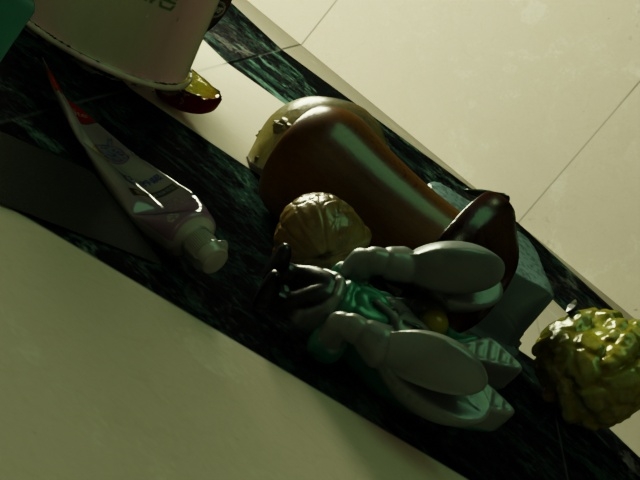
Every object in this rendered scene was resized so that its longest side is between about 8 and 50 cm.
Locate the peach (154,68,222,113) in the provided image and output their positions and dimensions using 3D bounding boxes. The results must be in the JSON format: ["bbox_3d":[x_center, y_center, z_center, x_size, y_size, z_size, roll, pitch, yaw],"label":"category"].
[{"bbox_3d":[-0.167,-0.186,1.724,0.083,0.050,0.077,16,31,-24],"label":"peach"}]

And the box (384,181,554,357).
[{"bbox_3d":[0.182,0.039,1.775,0.227,0.130,0.162,31,25,-25],"label":"box"}]

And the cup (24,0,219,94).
[{"bbox_3d":[-0.204,-0.345,1.599,0.253,0.274,0.253,27,21,-12],"label":"cup"}]

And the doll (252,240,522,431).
[{"bbox_3d":[0.076,0.090,1.262,0.258,0.153,0.195,5,57,-27],"label":"doll"}]

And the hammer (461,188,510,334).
[{"bbox_3d":[0.179,0.034,1.668,0.062,0.198,0.013,14,-2,-25],"label":"hammer"}]

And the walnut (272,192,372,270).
[{"bbox_3d":[0.000,0.000,1.435,0.105,0.105,0.124,39,11,-4],"label":"walnut"}]

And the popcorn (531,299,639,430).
[{"bbox_3d":[0.356,0.159,1.809,0.142,0.173,0.173,45,7,-35],"label":"popcorn"}]

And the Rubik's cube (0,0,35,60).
[{"bbox_3d":[-0.266,-0.088,0.625,0.265,0.224,0.212,1,68,-20],"label":"Rubik's cube"}]

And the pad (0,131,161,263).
[{"bbox_3d":[-0.230,-0.048,1.136,0.211,0.003,0.143,26,18,-50],"label":"pad"}]

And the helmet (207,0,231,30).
[{"bbox_3d":[-0.219,-0.367,1.898,0.216,0.193,0.189,33,12,22],"label":"helmet"}]

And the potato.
[{"bbox_3d":[0.016,-0.123,1.779,0.202,0.117,0.182,17,10,-6],"label":"potato"}]

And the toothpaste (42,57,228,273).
[{"bbox_3d":[-0.177,-0.068,1.281,0.075,0.048,0.301,18,22,-51],"label":"toothpaste"}]

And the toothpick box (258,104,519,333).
[{"bbox_3d":[0.081,-0.019,1.572,0.294,0.192,0.192,36,10,16],"label":"toothpick box"}]
